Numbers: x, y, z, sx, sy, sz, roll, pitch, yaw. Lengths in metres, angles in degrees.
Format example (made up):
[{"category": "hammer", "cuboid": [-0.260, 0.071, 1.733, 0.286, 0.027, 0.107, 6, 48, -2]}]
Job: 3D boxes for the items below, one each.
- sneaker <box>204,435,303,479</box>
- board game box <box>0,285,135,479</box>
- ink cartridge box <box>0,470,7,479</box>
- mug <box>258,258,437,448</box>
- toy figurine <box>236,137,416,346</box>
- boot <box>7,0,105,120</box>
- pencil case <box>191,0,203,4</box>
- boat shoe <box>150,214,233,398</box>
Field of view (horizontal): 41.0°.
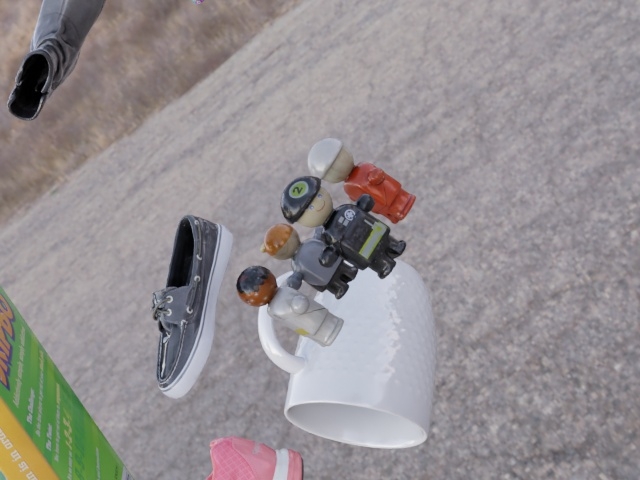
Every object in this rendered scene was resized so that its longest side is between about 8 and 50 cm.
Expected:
[{"category": "sneaker", "cuboid": [-0.143, 0.381, 1.071, 0.313, 0.136, 0.116, -63, 9, 3]}, {"category": "board game box", "cuboid": [-0.191, 0.126, 0.583, 0.039, 0.259, 0.124, -28, 13, -3]}, {"category": "ink cartridge box", "cuboid": [-0.371, 0.275, 1.002, 0.056, 0.181, 0.224, -37, 4, 10]}, {"category": "mug", "cuboid": [0.052, 0.191, 1.666, 0.276, 0.374, 0.328, -37, 36, 55]}, {"category": "toy figurine", "cuboid": [0.000, 0.000, 1.037, 0.209, 0.148, 0.213, -53, 7, 30]}, {"category": "boot", "cuboid": [-0.521, -0.412, 1.705, 0.222, 0.118, 0.338, -85, 16, -54]}, {"category": "pencil case", "cuboid": [-0.254, -0.442, 1.452, 0.064, 0.070, 0.152, -22, -9, 39]}, {"category": "boat shoe", "cuboid": [-0.167, 0.071, 1.026, 0.080, 0.076, 0.228, -16, 53, 48]}]
